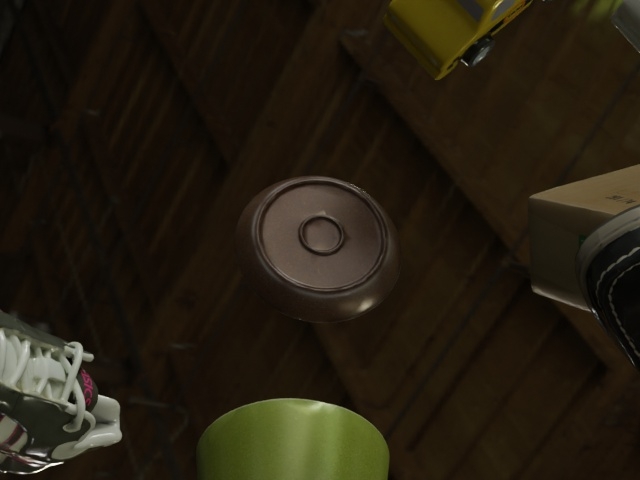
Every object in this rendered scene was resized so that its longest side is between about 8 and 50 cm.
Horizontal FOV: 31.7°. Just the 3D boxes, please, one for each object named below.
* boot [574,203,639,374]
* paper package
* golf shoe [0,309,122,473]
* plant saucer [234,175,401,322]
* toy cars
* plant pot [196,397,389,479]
[{"bbox_3d":[0.329,0.164,0.771,0.138,0.377,0.284,-33,-150,20],"label":"boot"},{"bbox_3d":[0.503,-0.001,1.614,0.325,0.309,0.168,-158,-125,-65],"label":"paper package"},{"bbox_3d":[-0.190,0.069,0.643,0.273,0.120,0.105,91,-3,-68],"label":"golf shoe"},{"bbox_3d":[0.000,0.000,1.110,0.029,0.168,0.168,106,-20,-57],"label":"plant saucer"},{"bbox_3d":[0.253,-0.237,1.001,0.087,0.393,0.177,77,13,-79],"label":"toy cars"},{"bbox_3d":[-0.039,0.410,1.498,0.275,0.274,0.294,-49,-153,35],"label":"plant pot"}]
